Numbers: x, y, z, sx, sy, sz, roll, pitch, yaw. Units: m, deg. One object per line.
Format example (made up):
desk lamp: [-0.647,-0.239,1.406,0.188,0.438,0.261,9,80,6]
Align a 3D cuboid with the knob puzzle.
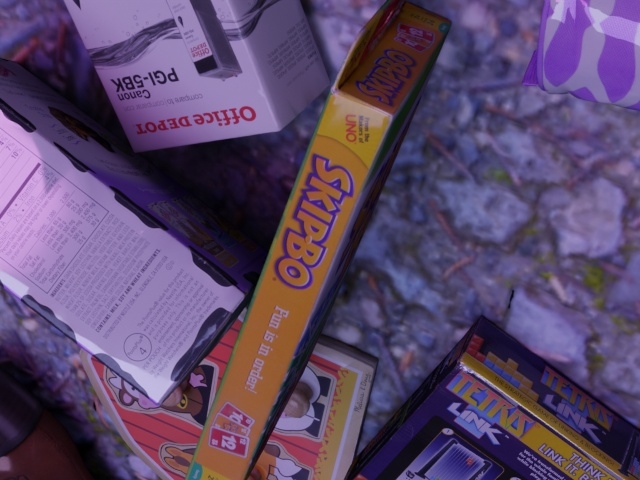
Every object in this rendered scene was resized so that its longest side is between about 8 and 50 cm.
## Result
knob puzzle: [-0.071,0.110,0.741,0.213,0.030,0.213,12,125,19]

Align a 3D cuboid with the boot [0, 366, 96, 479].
boot: [-0.231,0.229,0.879,0.264,0.096,0.280,-26,114,28]

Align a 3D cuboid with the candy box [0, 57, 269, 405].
candy box: [-0.124,-0.015,0.595,0.196,0.165,0.070,37,95,1]

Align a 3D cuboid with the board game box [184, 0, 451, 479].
board game box: [0.000,0.000,0.564,0.039,0.124,0.259,22,123,6]

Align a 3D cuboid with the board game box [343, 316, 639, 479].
board game box: [0.116,0.144,0.661,0.170,0.048,0.141,36,127,1]

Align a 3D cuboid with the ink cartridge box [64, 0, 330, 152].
ink cartridge box: [-0.068,-0.117,0.571,0.099,0.056,0.135,-6,119,33]

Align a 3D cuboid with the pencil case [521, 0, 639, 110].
pencil case: [0.188,-0.076,0.468,0.206,0.086,0.088,19,154,15]
